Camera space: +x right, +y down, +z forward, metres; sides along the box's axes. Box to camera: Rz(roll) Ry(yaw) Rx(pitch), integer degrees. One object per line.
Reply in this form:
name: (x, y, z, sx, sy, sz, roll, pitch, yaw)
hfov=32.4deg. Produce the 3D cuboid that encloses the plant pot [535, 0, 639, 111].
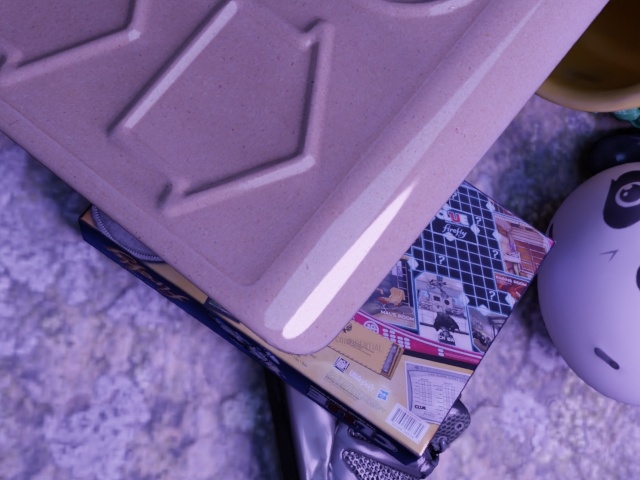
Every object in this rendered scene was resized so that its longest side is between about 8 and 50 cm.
plant pot: (0.250, -0.229, 0.727, 0.239, 0.254, 0.254, -17, 95, -32)

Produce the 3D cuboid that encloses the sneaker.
sneaker: (0.043, 0.161, 0.717, 0.130, 0.087, 0.228, -7, 86, -14)

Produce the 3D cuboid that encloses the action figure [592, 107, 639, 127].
action figure: (0.298, -0.120, 0.812, 0.232, 0.137, 0.063, -11, 133, -14)

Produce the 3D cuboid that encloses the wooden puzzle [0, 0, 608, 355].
wooden puzzle: (-0.042, -0.153, 0.647, 0.348, 0.080, 0.322, 38, 80, 10)

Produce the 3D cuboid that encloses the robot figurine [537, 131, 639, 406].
robot figurine: (0.287, 0.019, 0.762, 0.278, 0.209, 0.174, -7, 104, -20)

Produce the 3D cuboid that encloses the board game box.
board game box: (0.000, 0.000, 0.680, 0.243, 0.042, 0.165, 35, 71, 4)
